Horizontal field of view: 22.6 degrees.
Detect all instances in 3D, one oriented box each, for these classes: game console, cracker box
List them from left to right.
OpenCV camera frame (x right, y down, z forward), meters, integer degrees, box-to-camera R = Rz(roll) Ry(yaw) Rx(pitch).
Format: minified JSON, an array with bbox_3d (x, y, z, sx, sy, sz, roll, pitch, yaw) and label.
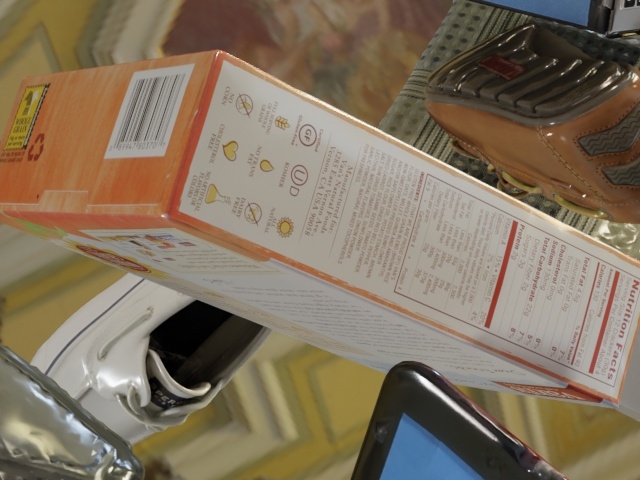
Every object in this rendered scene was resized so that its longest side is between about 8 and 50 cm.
[{"bbox_3d":[0.000,0.000,0.654,0.232,0.155,0.067,25,-103,-34],"label":"cracker box"},{"bbox_3d":[0.031,0.129,0.419,0.085,0.124,0.144,18,-52,4],"label":"game console"}]

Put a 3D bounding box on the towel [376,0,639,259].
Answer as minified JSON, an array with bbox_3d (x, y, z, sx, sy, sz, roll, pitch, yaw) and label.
[{"bbox_3d":[0.210,-0.098,1.613,0.324,0.312,0.056,-58,-27,-29],"label":"towel"}]

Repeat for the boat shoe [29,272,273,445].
[{"bbox_3d":[-0.104,0.079,1.053,0.267,0.088,0.096,-42,-53,11],"label":"boat shoe"}]

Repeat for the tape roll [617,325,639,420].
[{"bbox_3d":[0.258,0.098,0.894,0.219,0.219,0.072,27,-92,-35],"label":"tape roll"}]

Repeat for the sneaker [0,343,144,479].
[{"bbox_3d":[-0.117,0.137,0.322,0.135,0.097,0.276,22,-91,3],"label":"sneaker"}]

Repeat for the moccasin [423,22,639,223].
[{"bbox_3d":[0.194,-0.096,1.358,0.139,0.380,0.147,-33,-70,-10],"label":"moccasin"}]

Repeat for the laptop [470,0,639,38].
[{"bbox_3d":[0.286,-0.413,1.509,0.236,0.408,0.382,21,-106,-45],"label":"laptop"}]
